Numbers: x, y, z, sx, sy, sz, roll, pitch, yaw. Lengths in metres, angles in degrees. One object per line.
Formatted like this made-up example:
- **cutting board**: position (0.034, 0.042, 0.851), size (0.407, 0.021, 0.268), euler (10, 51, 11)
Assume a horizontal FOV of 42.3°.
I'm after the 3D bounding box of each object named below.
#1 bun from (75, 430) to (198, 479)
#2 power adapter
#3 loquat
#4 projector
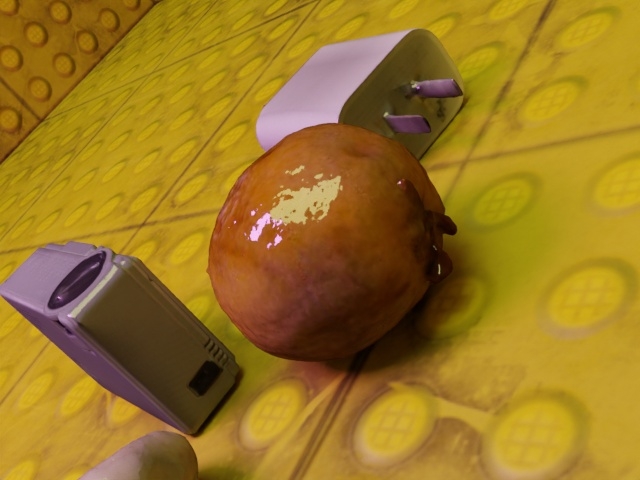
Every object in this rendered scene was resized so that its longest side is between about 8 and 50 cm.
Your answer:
- **bun**: position (-0.170, 0.245, 0.698), size (0.183, 0.102, 0.183), euler (-39, -8, -7)
- **power adapter**: position (0.061, -0.157, 0.989), size (0.187, 0.124, 0.255), euler (-50, 28, -18)
- **loquat**: position (0.000, 0.000, 0.755), size (0.238, 0.193, 0.238), euler (-27, 24, 13)
- **projector**: position (-0.222, 0.092, 0.894), size (0.099, 0.192, 0.257), euler (-52, 29, -21)
